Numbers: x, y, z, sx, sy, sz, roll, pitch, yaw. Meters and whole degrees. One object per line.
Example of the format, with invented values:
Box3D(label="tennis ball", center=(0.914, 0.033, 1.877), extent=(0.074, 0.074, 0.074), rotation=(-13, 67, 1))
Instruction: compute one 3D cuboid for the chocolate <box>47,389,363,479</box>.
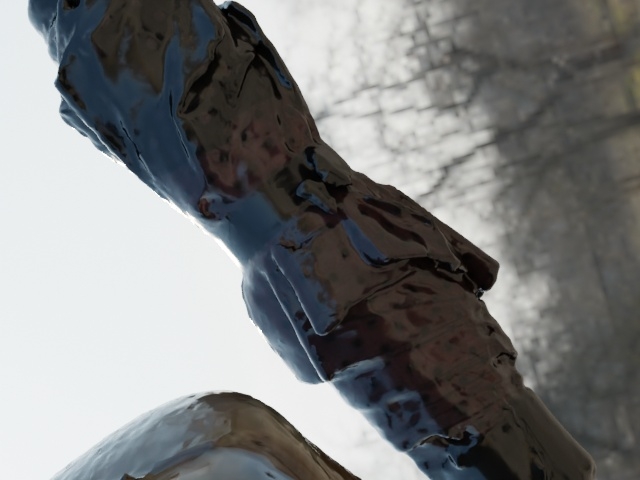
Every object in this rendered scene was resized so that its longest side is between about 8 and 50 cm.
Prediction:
Box3D(label="chocolate", center=(-0.001, 0.139, 0.547), extent=(0.261, 0.161, 0.083), rotation=(44, -160, -29))

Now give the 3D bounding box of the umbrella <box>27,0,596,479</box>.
Box3D(label="umbrella", center=(0.000, 0.000, 0.710), extent=(0.326, 0.094, 0.090), rotation=(47, -132, 0))
